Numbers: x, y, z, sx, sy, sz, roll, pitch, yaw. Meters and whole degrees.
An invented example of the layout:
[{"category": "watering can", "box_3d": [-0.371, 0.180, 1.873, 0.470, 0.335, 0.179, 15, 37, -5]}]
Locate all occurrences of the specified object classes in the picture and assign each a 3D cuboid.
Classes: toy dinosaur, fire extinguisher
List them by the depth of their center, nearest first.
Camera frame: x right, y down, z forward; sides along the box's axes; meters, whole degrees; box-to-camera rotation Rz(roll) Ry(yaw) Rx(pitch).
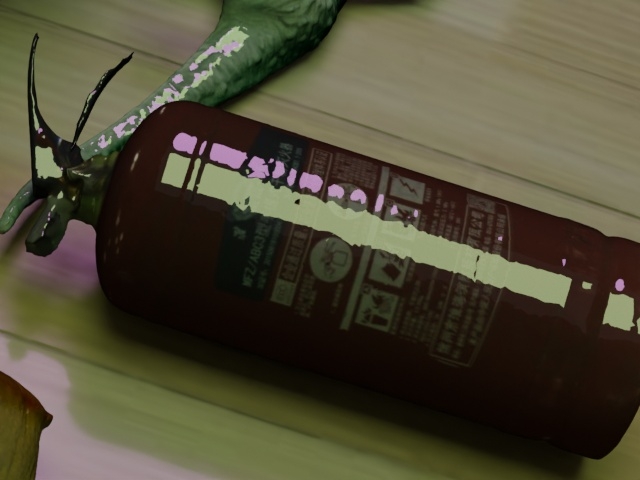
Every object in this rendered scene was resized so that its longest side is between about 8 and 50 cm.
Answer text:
[{"category": "fire extinguisher", "box_3d": [0.000, 0.000, 0.919, 0.337, 0.114, 0.135, 17, 69, -3]}, {"category": "toy dinosaur", "box_3d": [-0.072, -0.141, 1.043, 0.383, 0.076, 0.129, -34, 91, -29]}]

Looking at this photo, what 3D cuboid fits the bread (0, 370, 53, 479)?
[{"category": "bread", "box_3d": [-0.192, 0.084, 0.791, 0.156, 0.125, 0.086, 9, 66, -15]}]
